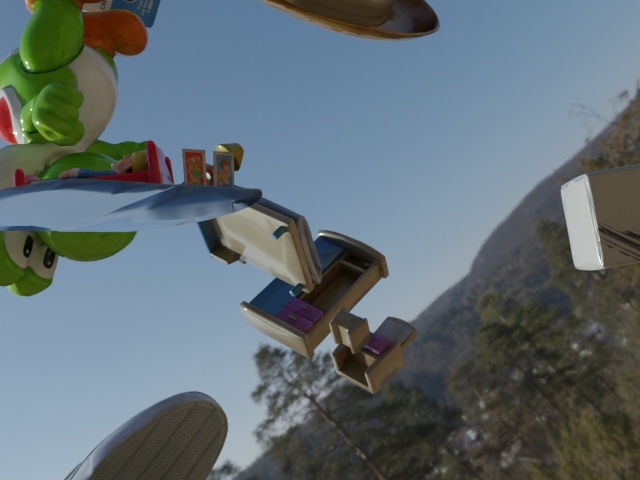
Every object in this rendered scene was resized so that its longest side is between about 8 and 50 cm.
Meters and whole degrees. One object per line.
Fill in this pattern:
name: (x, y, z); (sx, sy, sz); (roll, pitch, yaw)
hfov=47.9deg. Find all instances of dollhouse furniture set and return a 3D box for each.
dollhouse furniture set: (0.000, 0.000, 1.011); (0.198, 0.286, 0.303); (-45, -42, -28)

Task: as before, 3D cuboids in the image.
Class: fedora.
fedora: (-0.004, -0.192, 0.423); (0.194, 0.194, 0.079); (-24, -32, -50)

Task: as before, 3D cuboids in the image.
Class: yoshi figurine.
yoshi figurine: (-0.248, -0.117, 0.768); (0.204, 0.362, 0.203); (17, -24, -30)

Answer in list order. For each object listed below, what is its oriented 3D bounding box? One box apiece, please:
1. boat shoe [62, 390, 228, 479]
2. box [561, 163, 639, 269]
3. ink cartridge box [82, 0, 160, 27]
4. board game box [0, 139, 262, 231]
boat shoe: (-0.170, 0.195, 0.548); (0.226, 0.083, 0.076); (-44, 26, -12)
box: (0.388, -0.038, 0.698); (0.275, 0.094, 0.113); (-10, -3, 7)
ink cartridge box: (-0.466, -0.578, 1.277); (0.395, 0.166, 0.285); (4, -59, -37)
board game box: (-0.121, -0.032, 0.412); (0.133, 0.033, 0.169); (-13, -9, 44)
